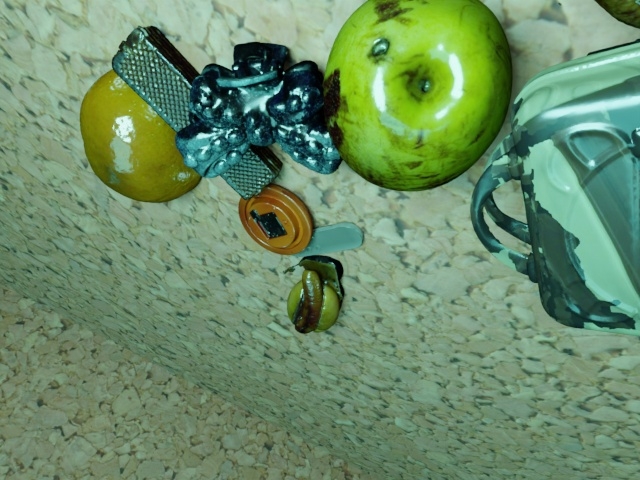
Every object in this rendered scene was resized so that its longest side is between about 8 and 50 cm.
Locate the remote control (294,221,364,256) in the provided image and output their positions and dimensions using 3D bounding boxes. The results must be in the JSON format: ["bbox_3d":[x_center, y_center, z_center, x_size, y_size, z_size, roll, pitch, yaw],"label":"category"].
[{"bbox_3d":[0.000,0.000,1.074,0.245,0.022,0.077,-10,130,36],"label":"remote control"}]

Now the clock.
[{"bbox_3d":[-0.114,-0.048,1.043,0.205,0.051,0.205,16,133,18],"label":"clock"}]

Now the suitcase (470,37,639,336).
[{"bbox_3d":[0.358,-0.056,0.497,0.339,0.194,0.351,-1,123,39],"label":"suitcase"}]

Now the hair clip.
[{"bbox_3d":[-0.102,-0.220,0.737,0.310,0.194,0.206,-2,127,4],"label":"hair clip"}]

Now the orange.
[{"bbox_3d":[-0.430,-0.225,1.011,0.274,0.274,0.310,13,170,15],"label":"orange"}]

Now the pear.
[{"bbox_3d":[0.128,-0.201,0.588,0.284,0.283,0.283,15,139,13],"label":"pear"}]

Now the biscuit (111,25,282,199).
[{"bbox_3d":[-0.245,-0.255,0.876,0.107,0.073,0.388,-32,116,29],"label":"biscuit"}]

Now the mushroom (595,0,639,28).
[{"bbox_3d":[0.367,-0.372,0.347,0.345,0.239,0.345,4,155,2],"label":"mushroom"}]

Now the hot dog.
[{"bbox_3d":[-0.034,0.181,1.222,0.194,0.107,0.326,11,138,18],"label":"hot dog"}]
